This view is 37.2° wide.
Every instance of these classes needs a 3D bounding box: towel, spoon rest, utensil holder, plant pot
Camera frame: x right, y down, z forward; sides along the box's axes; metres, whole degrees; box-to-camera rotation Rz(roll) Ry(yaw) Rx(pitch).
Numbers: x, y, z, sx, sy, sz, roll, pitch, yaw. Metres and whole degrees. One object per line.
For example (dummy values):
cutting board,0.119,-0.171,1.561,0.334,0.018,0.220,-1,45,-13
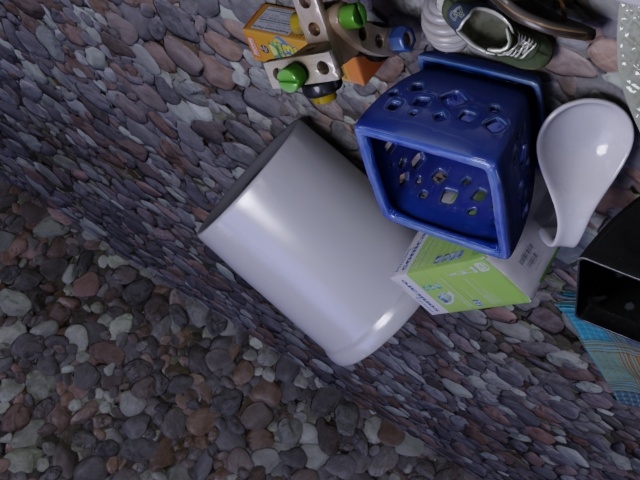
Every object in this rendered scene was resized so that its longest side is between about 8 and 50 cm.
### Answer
towel,0.635,0.237,1.833,0.271,0.040,0.370,8,146,47
spoon rest,0.378,-0.090,1.405,0.137,0.084,0.276,1,132,1
utensil holder,0.000,0.000,1.866,0.385,0.328,0.327,42,156,-10
plant pot,0.515,0.046,1.463,0.187,0.167,0.188,23,153,25
plant pot,0.217,-0.143,1.434,0.235,0.212,0.236,20,152,29

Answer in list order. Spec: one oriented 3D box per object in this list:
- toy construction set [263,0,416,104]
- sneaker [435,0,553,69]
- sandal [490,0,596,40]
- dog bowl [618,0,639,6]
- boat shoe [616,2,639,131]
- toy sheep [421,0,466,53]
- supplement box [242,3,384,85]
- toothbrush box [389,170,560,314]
toy construction set,-0.031,-0.332,1.327,0.308,0.237,0.258,26,144,25
sneaker,0.239,-0.266,1.259,0.192,0.086,0.064,24,118,-25
sandal,0.261,-0.323,1.225,0.219,0.090,0.060,38,122,18
dog bowl,0.315,-0.375,0.873,0.349,0.102,0.349,43,152,30
boat shoe,0.495,-0.155,1.136,0.186,0.156,0.500,8,134,54
toy sheep,0.183,-0.310,1.322,0.091,0.091,0.132,21,156,28
supplement box,-0.012,-0.324,1.560,0.233,0.080,0.078,20,151,33
toothbrush box,0.279,0.005,1.644,0.122,0.206,0.283,41,155,-17
